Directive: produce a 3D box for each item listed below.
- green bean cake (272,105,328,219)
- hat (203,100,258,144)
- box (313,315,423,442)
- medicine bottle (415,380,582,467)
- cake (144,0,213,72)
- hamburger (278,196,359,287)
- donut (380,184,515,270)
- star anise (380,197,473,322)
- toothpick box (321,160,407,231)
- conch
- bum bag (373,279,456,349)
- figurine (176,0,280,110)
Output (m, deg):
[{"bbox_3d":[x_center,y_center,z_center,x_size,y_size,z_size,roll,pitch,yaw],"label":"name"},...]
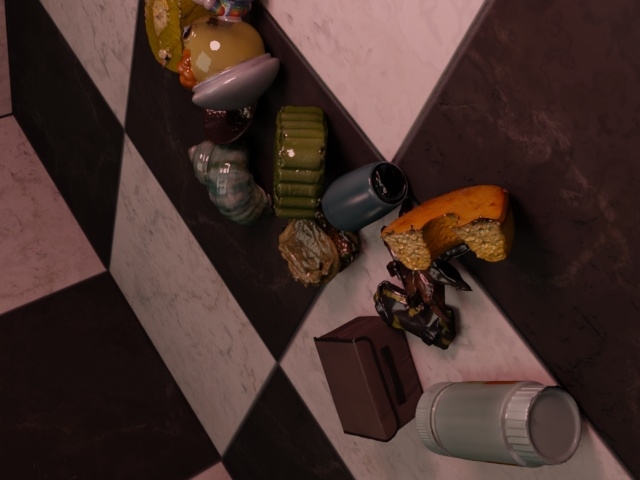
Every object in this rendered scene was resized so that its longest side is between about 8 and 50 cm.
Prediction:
[{"bbox_3d":[-0.048,-0.170,1.674,0.214,0.113,0.200,-94,10,-51],"label":"green bean cake"},{"bbox_3d":[-0.200,-0.317,1.924,0.193,0.082,0.193,-15,65,35],"label":"hat"},{"bbox_3d":[0.118,0.316,1.806,0.188,0.153,0.252,-9,103,57],"label":"box"},{"bbox_3d":[0.338,0.350,1.484,0.318,0.158,0.158,-18,95,60],"label":"medicine bottle"},{"bbox_3d":[-0.346,-0.555,1.911,0.179,0.156,0.260,37,138,29],"label":"cake"},{"bbox_3d":[0.000,0.000,1.813,0.183,0.130,0.206,53,133,7],"label":"hamburger"},{"bbox_3d":[0.252,-0.031,1.366,0.259,0.152,0.101,-10,117,48],"label":"donut"},{"bbox_3d":[0.192,0.037,1.523,0.272,0.102,0.272,23,119,51],"label":"star anise"},{"bbox_3d":[0.094,-0.094,1.585,0.184,0.120,0.120,-26,89,56],"label":"toothpick box"},{"bbox_3d":[-0.235,-0.168,2.007,0.277,0.195,0.220,33,173,6],"label":"conch"},{"bbox_3d":[0.199,0.161,1.658,0.232,0.060,0.107,22,120,46],"label":"bum bag"},{"bbox_3d":[-0.201,-0.464,1.674,0.205,0.224,0.382,31,135,39],"label":"figurine"}]
